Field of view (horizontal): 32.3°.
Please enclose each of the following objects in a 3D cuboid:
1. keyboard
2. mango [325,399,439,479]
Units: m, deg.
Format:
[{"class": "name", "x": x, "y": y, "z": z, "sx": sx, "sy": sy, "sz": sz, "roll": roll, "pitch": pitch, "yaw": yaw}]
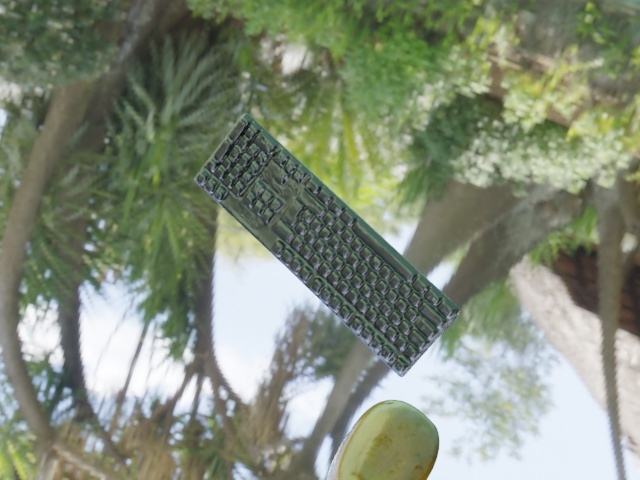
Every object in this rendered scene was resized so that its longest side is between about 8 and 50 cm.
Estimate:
[{"class": "keyboard", "x": 0.000, "y": 0.000, "z": 0.733, "sx": 0.204, "sy": 0.061, "sz": 0.013, "roll": 43, "pitch": -167, "yaw": 19}, {"class": "mango", "x": 0.041, "y": 0.164, "z": 0.805, "sx": 0.060, "sy": 0.080, "sz": 0.114, "roll": 45, "pitch": -145, "yaw": -9}]
